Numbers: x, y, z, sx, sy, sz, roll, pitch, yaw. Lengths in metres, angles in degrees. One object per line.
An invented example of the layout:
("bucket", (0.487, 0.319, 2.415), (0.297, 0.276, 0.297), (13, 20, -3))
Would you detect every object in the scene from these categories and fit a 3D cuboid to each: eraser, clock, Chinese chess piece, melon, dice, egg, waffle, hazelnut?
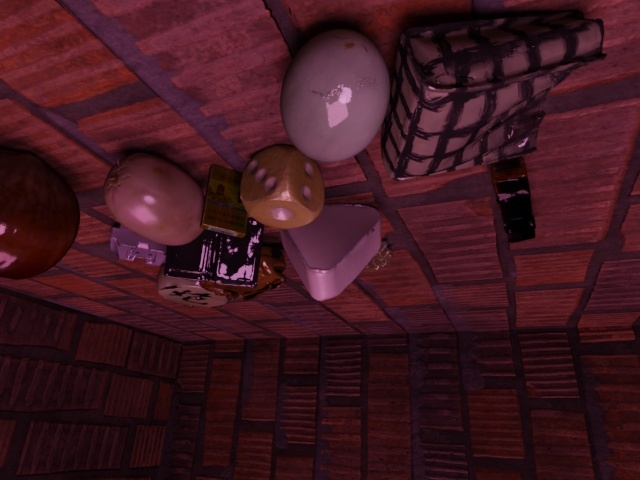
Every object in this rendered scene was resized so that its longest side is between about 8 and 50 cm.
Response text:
("eraser", (0.000, 0.000, 1.389), (0.332, 0.331, 0.149), (1, 134, 6))
("clock", (-0.693, 0.024, 1.725), (0.254, 0.083, 0.186), (12, 155, -21))
("Chinese chess piece", (-0.579, 0.206, 2.047), (0.350, 0.146, 0.349), (2, 156, 1))
("melon", (-0.446, -0.110, 1.217), (0.223, 0.222, 0.317), (-8, 154, 24))
("dice", (-0.099, -0.140, 1.171), (0.166, 0.169, 0.169), (-13, 151, 31))
("egg", (0.025, -0.263, 0.833), (0.203, 0.202, 0.282), (7, 159, -8))
("waffle", (0.136, 0.056, 1.729), (0.292, 0.056, 0.309), (-2, 155, 12))
("hazelnut", (-0.901, -0.084, 1.230), (0.360, 0.358, 0.409), (-11, 148, 29))

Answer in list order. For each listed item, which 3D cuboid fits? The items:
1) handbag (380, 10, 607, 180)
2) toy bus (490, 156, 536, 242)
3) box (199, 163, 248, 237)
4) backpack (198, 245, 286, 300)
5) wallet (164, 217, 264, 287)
("handbag", (0.294, -0.260, 0.838), (0.328, 0.162, 0.325), (-12, 160, -3))
("toy bus", (0.562, -0.102, 1.270), (0.093, 0.092, 0.409), (-11, 153, 24))
("box", (-0.260, -0.111, 1.226), (0.122, 0.193, 0.030), (15, 151, -25))
("backpack", (-0.327, 0.113, 1.737), (0.354, 0.201, 0.378), (18, 150, -33))
("wallet", (-0.367, 0.030, 1.522), (0.323, 0.246, 0.041), (7, -179, -6))
